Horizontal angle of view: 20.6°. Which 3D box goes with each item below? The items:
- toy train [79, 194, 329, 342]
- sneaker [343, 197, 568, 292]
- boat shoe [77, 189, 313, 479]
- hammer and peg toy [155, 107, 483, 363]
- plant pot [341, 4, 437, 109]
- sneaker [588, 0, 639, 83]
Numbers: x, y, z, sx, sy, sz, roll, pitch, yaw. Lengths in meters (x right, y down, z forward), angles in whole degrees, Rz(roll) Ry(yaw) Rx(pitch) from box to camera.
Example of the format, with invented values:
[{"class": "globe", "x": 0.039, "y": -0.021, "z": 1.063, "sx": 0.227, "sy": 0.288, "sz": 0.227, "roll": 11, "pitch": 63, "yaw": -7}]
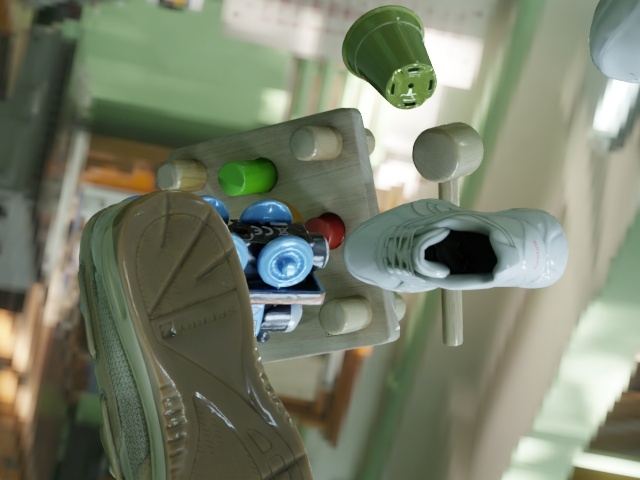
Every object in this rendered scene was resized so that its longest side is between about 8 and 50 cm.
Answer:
[{"class": "toy train", "x": -0.085, "y": 0.027, "z": 1.276, "sx": 0.080, "sy": 0.184, "sz": 0.105, "roll": -120, "pitch": -142, "yaw": -53}, {"class": "sneaker", "x": 0.102, "y": 0.005, "z": 1.610, "sx": 0.115, "sy": 0.232, "sz": 0.090, "roll": -4, "pitch": 90, "yaw": -51}, {"class": "boat shoe", "x": -0.084, "y": 0.121, "z": 1.091, "sx": 0.098, "sy": 0.109, "sz": 0.302, "roll": -10, "pitch": -85, "yaw": 56}, {"class": "hammer and peg toy", "x": 0.000, "y": 0.000, "z": 1.871, "sx": 0.127, "sy": 0.361, "sz": 0.266, "roll": -7, "pitch": 87, "yaw": -57}, {"class": "plant pot", "x": 0.071, "y": -0.163, "z": 1.629, "sx": 0.079, "sy": 0.083, "sz": 0.083, "roll": -117, "pitch": -149, "yaw": -49}, {"class": "sneaker", "x": 0.284, "y": -0.126, "z": 1.080, "sx": 0.297, "sy": 0.111, "sz": 0.129, "roll": -4, "pitch": -120, "yaw": 46}]
